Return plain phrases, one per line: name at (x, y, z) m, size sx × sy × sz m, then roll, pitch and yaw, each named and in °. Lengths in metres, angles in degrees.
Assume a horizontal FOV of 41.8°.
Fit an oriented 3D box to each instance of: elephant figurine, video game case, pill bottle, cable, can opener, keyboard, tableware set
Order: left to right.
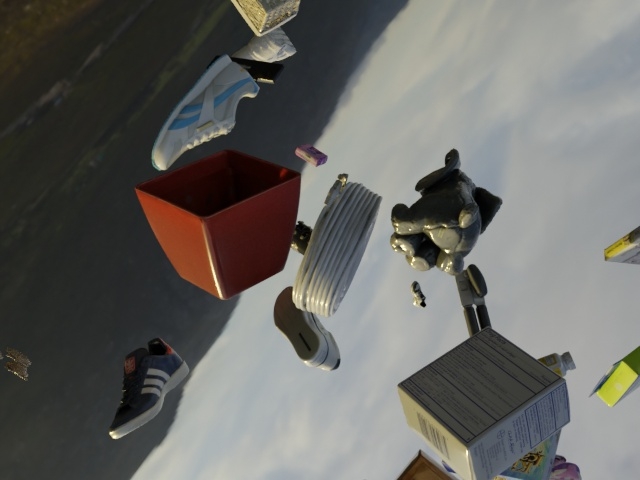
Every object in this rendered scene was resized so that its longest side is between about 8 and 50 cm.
tableware set at (-0.719, 0.260, 1.902) m, size 0.020 × 0.141 × 0.169 m, roll -55°, pitch -158°, yaw -5°
keyboard at (-0.187, -0.399, 2.027) m, size 0.038 × 0.192 × 0.100 m, roll 79°, pitch 31°, yaw -44°
cable at (0.033, 0.016, 1.541) m, size 0.257 × 0.089 × 0.257 m, roll 33°, pitch 80°, yaw -83°
elephant figurine at (0.220, -0.072, 1.440) m, size 0.186 × 0.169 × 0.239 m, roll 8°, pitch -135°, yaw 26°
can opener at (0.464, 0.211, 2.472) m, size 0.095 × 0.076 × 0.283 m, roll 101°, pitch -21°, yaw -69°
video game case at (0.479, 0.506, 2.183) m, size 0.270 × 0.061 × 0.244 m, roll 3°, pitch -126°, yaw 33°
pill bottle at (0.578, 0.321, 2.110) m, size 0.116 × 0.065 × 0.065 m, roll -22°, pitch -166°, yaw 9°
video game case at (0.837, 0.015, 1.939) m, size 0.248 × 0.275 × 0.035 m, roll 104°, pitch -9°, yaw -73°

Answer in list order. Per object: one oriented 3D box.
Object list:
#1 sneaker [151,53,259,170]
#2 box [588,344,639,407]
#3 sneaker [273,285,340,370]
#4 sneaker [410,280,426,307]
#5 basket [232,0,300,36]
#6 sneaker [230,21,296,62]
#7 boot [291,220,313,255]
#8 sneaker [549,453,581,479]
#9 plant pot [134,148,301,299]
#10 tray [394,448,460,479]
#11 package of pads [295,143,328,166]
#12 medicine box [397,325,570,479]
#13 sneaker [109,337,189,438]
sneaker at (-0.201, -0.205, 1.432) m, size 0.228 × 0.092 × 0.087 m, roll -51°, pitch -175°, yaw 0°
box at (0.550, 0.217, 1.447) m, size 0.178 × 0.042 × 0.109 m, roll -25°, pitch 148°, yaw -31°
sneaker at (-0.032, 0.203, 1.868) m, size 0.094 × 0.091 × 0.258 m, roll -43°, pitch -143°, yaw 11°
sneaker at (0.259, 0.141, 2.184) m, size 0.032 × 0.083 × 0.037 m, roll -39°, pitch -138°, yaw -27°
basket at (-0.130, -0.551, 1.816) m, size 0.113 × 0.167 × 0.103 m, roll -35°, pitch 178°, yaw -17°
sneaker at (-0.175, -0.542, 2.435) m, size 0.169 × 0.108 × 0.292 m, roll -37°, pitch -179°, yaw 16°
boot at (-0.001, 0.002, 2.149) m, size 0.085 × 0.179 × 0.236 m, roll -48°, pitch 160°, yaw -25°
sneaker at (0.638, 0.623, 2.266) m, size 0.236 × 0.095 × 0.104 m, roll 95°, pitch 9°, yaw -63°
plant pot at (-0.211, -0.029, 1.862) m, size 0.267 × 0.235 × 0.267 m, roll -28°, pitch -145°, yaw -35°
tray at (0.374, 0.787, 2.308) m, size 0.202 × 0.411 × 0.076 m, roll -52°, pitch 180°, yaw 4°
package of pads at (-0.025, -0.245, 2.403) m, size 0.050 × 0.083 × 0.032 m, roll -27°, pitch 142°, yaw -45°
medicine box at (0.375, 0.374, 1.928) m, size 0.289 × 0.149 × 0.263 m, roll -29°, pitch -145°, yaw -18°
sneaker at (-0.477, 0.375, 2.192) m, size 0.131 × 0.148 × 0.350 m, roll -28°, pitch -168°, yaw 21°
